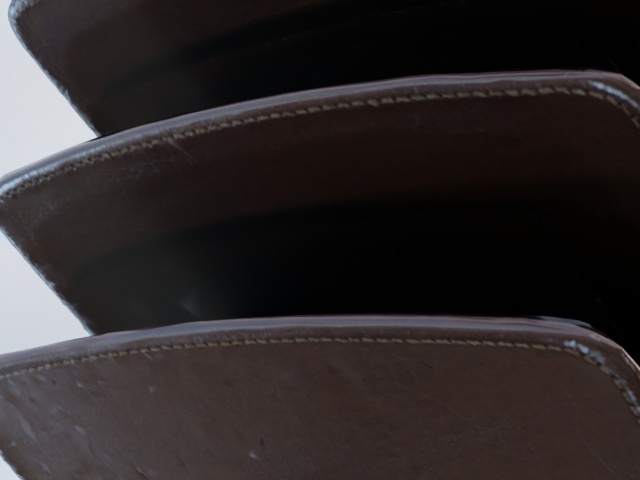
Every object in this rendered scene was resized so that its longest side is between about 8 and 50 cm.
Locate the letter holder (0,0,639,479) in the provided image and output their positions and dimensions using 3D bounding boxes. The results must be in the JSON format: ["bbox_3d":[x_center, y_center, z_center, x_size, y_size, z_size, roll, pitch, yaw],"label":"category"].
[{"bbox_3d":[0.000,0.000,0.573,0.302,0.152,0.214,-7,-51,41],"label":"letter holder"}]
